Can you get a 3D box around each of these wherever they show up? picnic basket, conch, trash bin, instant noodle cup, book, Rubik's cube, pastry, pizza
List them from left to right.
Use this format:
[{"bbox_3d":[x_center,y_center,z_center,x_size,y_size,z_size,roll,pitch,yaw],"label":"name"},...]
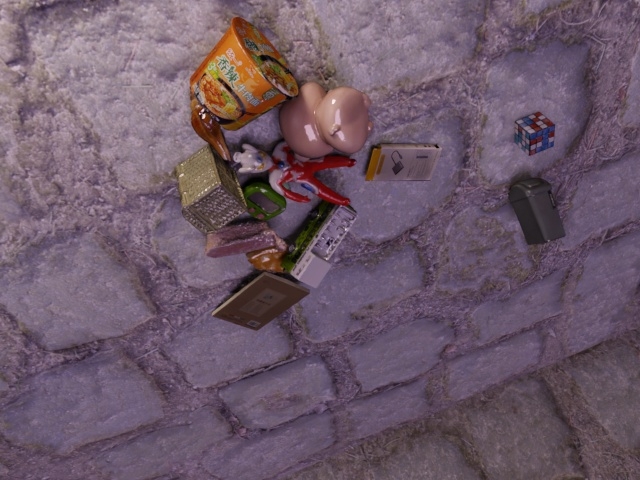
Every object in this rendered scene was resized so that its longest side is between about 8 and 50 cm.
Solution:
[{"bbox_3d":[-0.316,-0.138,1.452,0.154,0.196,0.134,-35,136,9],"label":"picnic basket"},{"bbox_3d":[-0.298,-0.297,1.389,0.080,0.086,0.233,-16,132,-7],"label":"conch"},{"bbox_3d":[-0.194,-0.389,1.267,0.182,0.230,0.230,-33,135,22],"label":"instant noodle cup"},{"bbox_3d":[-0.240,-0.007,1.659,0.265,0.112,0.103,-2,159,-1],"label":"pastry"},{"bbox_3d":[-0.219,0.228,1.900,0.217,0.021,0.310,27,128,-37],"label":"book"},{"bbox_3d":[-0.141,0.055,1.789,0.246,0.058,0.127,-1,129,-23],"label":"pizza"},{"bbox_3d":[0.712,-0.354,1.734,0.092,0.092,0.092,-23,134,-1],"label":"Rubik's cube"},{"bbox_3d":[0.781,-0.109,1.891,0.101,0.236,0.177,-18,177,-6],"label":"trash bin"}]

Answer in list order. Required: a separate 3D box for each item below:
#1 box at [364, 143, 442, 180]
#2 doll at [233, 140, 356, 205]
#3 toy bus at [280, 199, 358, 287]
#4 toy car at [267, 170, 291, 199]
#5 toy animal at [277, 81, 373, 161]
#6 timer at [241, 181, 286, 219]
[{"bbox_3d":[0.266,-0.253,1.691,0.247,0.033,0.129,-2,132,-20],"label":"box"},{"bbox_3d":[-0.074,-0.209,1.532,0.384,0.099,0.188,7,88,-26],"label":"doll"},{"bbox_3d":[0.000,0.000,1.707,0.113,0.139,0.302,29,97,-39],"label":"toy bus"},{"bbox_3d":[-0.125,-0.171,1.609,0.059,0.035,0.122,-19,142,-3],"label":"toy car"},{"bbox_3d":[0.016,-0.312,1.390,0.229,0.221,0.210,-23,118,-12],"label":"toy animal"},{"bbox_3d":[-0.181,-0.121,1.598,0.128,0.047,0.140,-25,135,33],"label":"timer"}]
